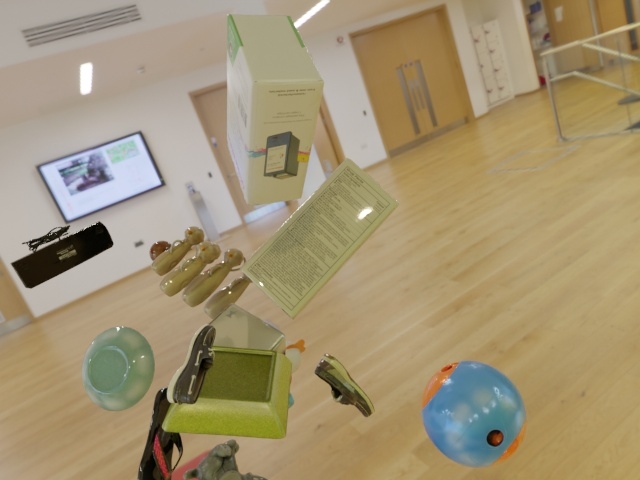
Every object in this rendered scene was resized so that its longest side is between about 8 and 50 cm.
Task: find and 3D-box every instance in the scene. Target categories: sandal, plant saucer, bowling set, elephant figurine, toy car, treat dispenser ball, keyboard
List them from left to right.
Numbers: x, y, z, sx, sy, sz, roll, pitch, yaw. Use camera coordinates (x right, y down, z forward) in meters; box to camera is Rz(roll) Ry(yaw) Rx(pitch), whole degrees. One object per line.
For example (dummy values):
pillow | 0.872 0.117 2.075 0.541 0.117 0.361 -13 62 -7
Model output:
keyboard | -0.542 0.013 0.973 0.038 0.100 0.192 26 47 36
plant saucer | -0.484 0.299 1.081 0.195 0.195 0.037 -19 -15 8
sandal | -0.243 0.324 0.728 0.040 0.179 0.067 -5 -20 21
bowling set | -0.266 0.033 0.986 0.154 0.200 0.287 -44 -18 -8
plant saucer | -0.144 0.235 0.770 0.188 0.045 0.188 5 23 -2
elephant figurine | -0.278 0.782 1.489 0.186 0.239 0.169 -48 -29 11
toy car | -0.130 0.418 1.569 0.238 0.210 0.219 -40 54 13
treat dispenser ball | 0.433 0.491 1.327 0.288 0.288 0.288 -20 15 5

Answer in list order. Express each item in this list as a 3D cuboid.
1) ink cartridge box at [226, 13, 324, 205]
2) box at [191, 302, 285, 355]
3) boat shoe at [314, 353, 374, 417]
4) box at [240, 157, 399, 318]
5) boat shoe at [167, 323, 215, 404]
ink cartridge box | -0.075 -0.176 0.650 0.093 0.212 0.154 -8 54 -19
box | -0.166 0.276 0.982 0.149 0.232 0.127 25 45 24
boat shoe | 0.060 0.403 1.250 0.073 0.223 0.080 -43 18 -22
box | 0.000 0.000 0.944 0.311 0.148 0.121 -45 -6 -10
boat shoe | -0.168 0.170 0.646 0.038 0.046 0.125 5 38 13
